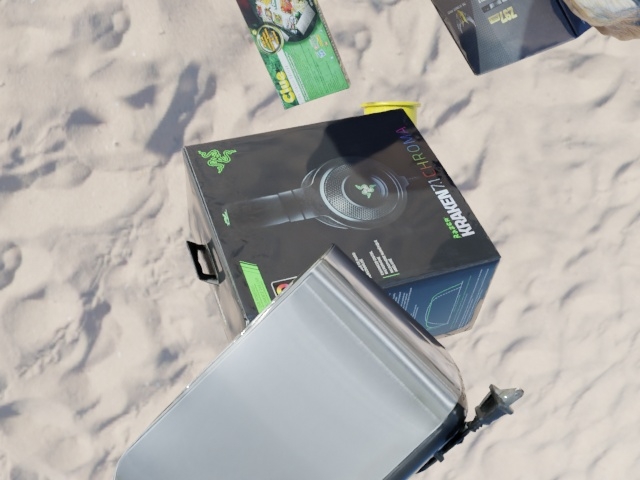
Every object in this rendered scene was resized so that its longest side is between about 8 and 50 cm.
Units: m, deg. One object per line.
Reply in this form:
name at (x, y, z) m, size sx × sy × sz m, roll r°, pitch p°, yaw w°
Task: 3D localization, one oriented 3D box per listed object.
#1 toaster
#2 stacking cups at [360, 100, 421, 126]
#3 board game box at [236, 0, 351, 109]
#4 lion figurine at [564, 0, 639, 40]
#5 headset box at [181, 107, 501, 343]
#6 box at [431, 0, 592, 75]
toaster at (-0.007, 0.091, 0.409) m, size 0.185 × 0.168 × 0.110 m, roll -45°, pitch 91°, yaw 4°
stacking cups at (0.104, -0.055, 1.157) m, size 0.095 × 0.096 × 0.317 m, roll -1°, pitch 98°, yaw -18°
board game box at (-0.055, -0.370, 1.312) m, size 0.136 × 0.030 × 0.260 m, roll -15°, pitch 116°, yaw 20°
lion figurine at (0.386, -0.296, 0.701) m, size 0.392 × 0.142 × 0.240 m, roll -36°, pitch 104°, yaw -15°
headset box at (0.000, 0.000, 0.796) m, size 0.282 × 0.246 × 0.131 m, roll -12°, pitch 141°, yaw -16°
box at (0.220, -0.312, 0.908) m, size 0.059 × 0.232 × 0.183 m, roll -37°, pitch 102°, yaw -13°
